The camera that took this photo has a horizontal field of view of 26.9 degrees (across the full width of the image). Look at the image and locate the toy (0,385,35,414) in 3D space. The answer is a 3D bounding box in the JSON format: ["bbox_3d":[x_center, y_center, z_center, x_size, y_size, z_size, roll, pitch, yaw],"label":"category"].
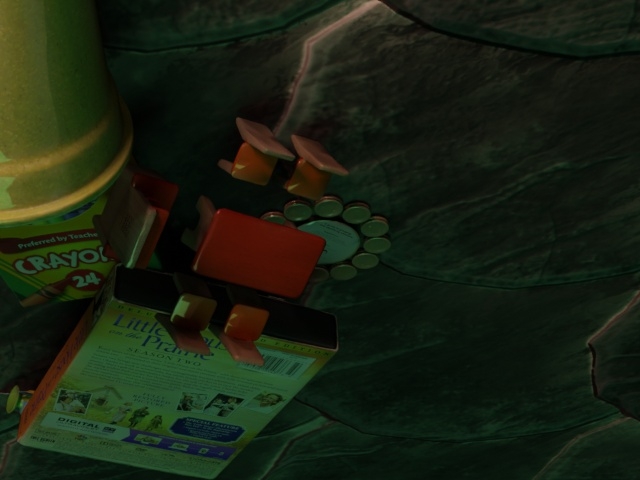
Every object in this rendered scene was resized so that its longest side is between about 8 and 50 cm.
[{"bbox_3d":[-0.363,0.283,2.020,0.237,0.056,0.137,26,160,-25],"label":"toy"}]

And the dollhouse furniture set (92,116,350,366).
[{"bbox_3d":[-0.113,0.003,1.497,0.259,0.135,0.262,15,107,-32],"label":"dollhouse furniture set"}]

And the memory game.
[{"bbox_3d":[0.000,0.000,1.730,0.186,0.012,0.186,-2,144,-1],"label":"memory game"}]

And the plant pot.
[{"bbox_3d":[-0.312,-0.196,1.247,0.276,0.276,0.254,2,133,-7],"label":"plant pot"}]

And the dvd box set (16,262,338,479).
[{"bbox_3d":[-0.203,0.191,1.806,0.307,0.062,0.420,14,142,-21],"label":"dvd box set"}]

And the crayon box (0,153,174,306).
[{"bbox_3d":[-0.313,-0.045,1.584,0.202,0.081,0.318,-8,144,8],"label":"crayon box"}]
